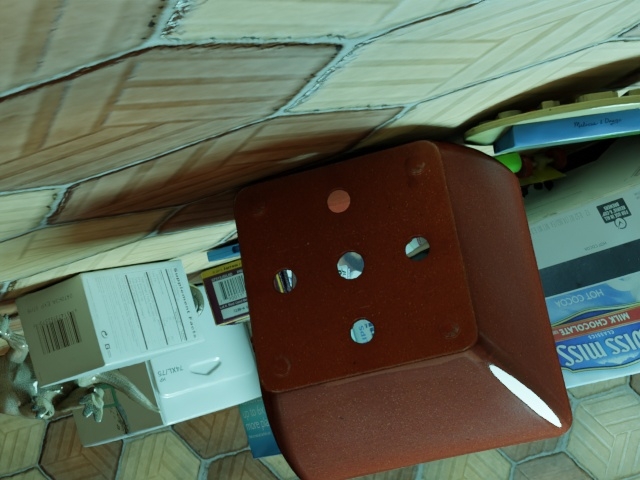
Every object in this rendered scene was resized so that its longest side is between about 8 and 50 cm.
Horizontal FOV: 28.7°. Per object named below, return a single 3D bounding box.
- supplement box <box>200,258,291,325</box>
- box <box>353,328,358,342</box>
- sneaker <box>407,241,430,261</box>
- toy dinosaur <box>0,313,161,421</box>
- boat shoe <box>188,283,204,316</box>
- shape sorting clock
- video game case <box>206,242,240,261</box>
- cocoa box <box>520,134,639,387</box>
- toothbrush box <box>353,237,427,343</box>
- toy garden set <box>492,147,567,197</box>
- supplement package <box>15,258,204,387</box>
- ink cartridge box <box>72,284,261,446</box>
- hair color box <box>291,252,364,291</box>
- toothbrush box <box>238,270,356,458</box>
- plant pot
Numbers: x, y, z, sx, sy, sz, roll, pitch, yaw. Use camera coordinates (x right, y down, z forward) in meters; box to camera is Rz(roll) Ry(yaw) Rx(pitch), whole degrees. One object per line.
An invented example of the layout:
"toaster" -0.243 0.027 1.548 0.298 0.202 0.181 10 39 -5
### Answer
"supplement box" -0.100 0.071 1.798 0.104 0.081 0.188 -17 176 3
"box" 0.075 0.131 2.199 0.126 0.231 0.262 -14 175 -33
"sneaker" 0.174 0.037 1.788 0.182 0.127 0.315 -39 172 -10
"toy dinosaur" -0.353 0.169 1.546 0.295 0.127 0.200 5 165 -32
"boat shoe" -0.246 0.084 1.612 0.190 0.068 0.072 -5 -174 -9
"shape sorting clock" 0.227 -0.107 1.092 0.206 0.040 0.206 -8 -178 0
"video game case" -0.037 -0.004 1.474 0.166 0.015 0.119 -15 177 39
"cocoa box" 0.396 0.001 1.468 0.347 0.228 0.231 -22 -166 48
"toothbrush box" 0.173 0.073 2.016 0.283 0.206 0.122 -11 173 -46
"toy garden set" 0.161 -0.048 1.503 0.203 0.049 0.244 -13 174 -34
"supplement package" -0.233 0.090 1.406 0.105 0.105 0.179 -20 174 30
"ink cartridge box" -0.261 0.198 2.001 0.198 0.197 0.270 -12 174 -41
"hair color box" 0.033 0.043 1.800 0.053 0.093 0.167 9 -166 41
"toothbrush box" -0.048 0.184 2.002 0.126 0.296 0.216 -12 174 -34
"plant pot" 0.055 0.049 1.104 0.267 0.267 0.236 -14 160 12
